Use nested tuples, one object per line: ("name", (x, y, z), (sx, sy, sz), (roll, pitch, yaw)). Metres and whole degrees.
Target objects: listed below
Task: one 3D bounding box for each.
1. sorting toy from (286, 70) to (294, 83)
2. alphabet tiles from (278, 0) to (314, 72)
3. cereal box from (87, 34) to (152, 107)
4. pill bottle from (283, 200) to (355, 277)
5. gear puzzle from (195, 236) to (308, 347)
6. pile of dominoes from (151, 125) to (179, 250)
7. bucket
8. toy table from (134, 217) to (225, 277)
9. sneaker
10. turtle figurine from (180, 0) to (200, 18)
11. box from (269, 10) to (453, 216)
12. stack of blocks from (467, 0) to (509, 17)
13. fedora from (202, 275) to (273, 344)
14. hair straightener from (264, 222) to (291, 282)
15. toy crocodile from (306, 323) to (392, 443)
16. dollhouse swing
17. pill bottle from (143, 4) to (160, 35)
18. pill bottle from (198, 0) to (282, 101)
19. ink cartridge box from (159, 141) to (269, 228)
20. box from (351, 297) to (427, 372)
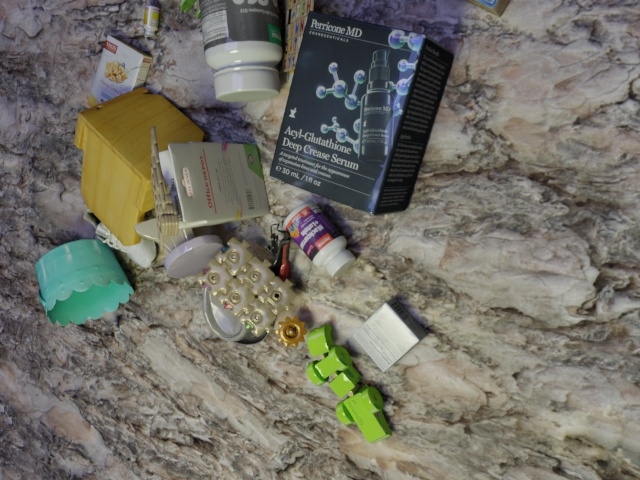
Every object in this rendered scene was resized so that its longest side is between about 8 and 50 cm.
("sorting toy", (-0.064, -0.449, 1.490), (0.075, 0.045, 0.083), (6, 100, 47))
("alphabet tiles", (-0.063, -0.528, 1.405), (0.237, 0.009, 0.198), (-149, 63, -67))
("cereal box", (-0.643, -0.507, 1.790), (0.173, 0.047, 0.240), (32, 110, 22))
("pill bottle", (0.000, 0.000, 1.468), (0.193, 0.108, 0.108), (49, 116, 15))
("gear puzzle", (-0.163, 0.154, 1.527), (0.339, 0.044, 0.175), (42, 88, 4))
("pile of dominoes", (-0.385, -0.124, 1.383), (0.196, 0.040, 0.251), (117, 144, -54))
("bucket", (-0.773, 0.135, 1.823), (0.281, 0.281, 0.183), (-39, 69, 27))
("toy table", (-0.387, -0.008, 1.617), (0.274, 0.252, 0.161), (-41, 70, 55))
("sneaker", (-0.650, -0.009, 1.813), (0.297, 0.129, 0.111), (38, 111, 18))
("turtle figurine", (-0.453, -0.720, 1.574), (0.274, 0.198, 0.266), (-43, 84, -13))
("box", (0.093, -0.292, 1.321), (0.293, 0.212, 0.396), (22, 106, 25))
("stack of blocks", (0.307, -0.640, 1.228), (0.297, 0.087, 0.171), (38, 112, 20))
("fedora", (-0.259, 0.181, 1.624), (0.243, 0.124, 0.275), (-20, 87, 29))
("hair straightener", (-0.124, 0.038, 1.524), (0.089, 0.047, 0.230), (31, 142, 23))
("toy crocodile", (0.073, 0.380, 1.491), (0.115, 0.105, 0.340), (-40, 82, 26))
("dollhouse swing", (-0.544, -0.213, 1.722), (0.347, 0.315, 0.305), (40, 146, 21))
("pill bottle", (-0.513, -0.665, 1.701), (0.043, 0.043, 0.083), (17, 104, 26))
("pill bottle", (-0.205, -0.555, 1.456), (0.204, 0.204, 0.361), (-3, 96, 29))
("ink cartridge box", (-0.293, -0.144, 1.469), (0.119, 0.353, 0.207), (-10, 91, 29))
("box", (0.175, 0.238, 1.423), (0.126, 0.072, 0.137), (49, 115, 14))
